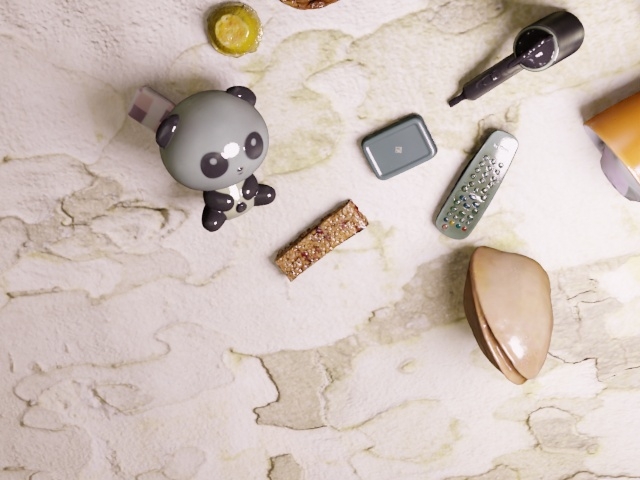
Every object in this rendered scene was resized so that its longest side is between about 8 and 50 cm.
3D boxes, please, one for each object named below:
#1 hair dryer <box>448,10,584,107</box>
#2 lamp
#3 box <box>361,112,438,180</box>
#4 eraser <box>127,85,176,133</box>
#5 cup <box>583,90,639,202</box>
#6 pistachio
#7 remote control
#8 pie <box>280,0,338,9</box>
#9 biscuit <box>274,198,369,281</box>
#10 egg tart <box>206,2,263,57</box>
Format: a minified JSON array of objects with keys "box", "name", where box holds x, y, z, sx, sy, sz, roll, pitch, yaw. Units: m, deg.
[{"box":[0.300,-0.278,1.358,0.248,0.196,0.078,-33,90,40],"name":"hair dryer"},{"box":[-0.182,-0.149,1.467,0.198,0.197,0.243,-6,126,11],"name":"lamp"},{"box":[0.142,-0.167,1.486,0.126,0.031,0.091,-23,106,17],"name":"box"},{"box":[-0.303,-0.236,1.529,0.105,0.026,0.065,33,115,-5],"name":"eraser"},{"box":[0.588,-0.176,1.360,0.264,0.182,0.226,-38,134,13],"name":"cup"},{"box":[0.330,0.125,1.453,0.213,0.260,0.163,40,121,-14],"name":"pistachio"},{"box":[0.284,-0.100,1.485,0.072,0.042,0.222,27,113,-2],"name":"remote control"},{"box":[-0.005,-0.441,1.399,0.191,0.033,0.088,-16,120,27],"name":"pie"},{"box":[0.000,0.000,1.570,0.199,0.034,0.064,-37,102,18],"name":"biscuit"},{"box":[-0.154,-0.371,1.449,0.105,0.039,0.105,2,109,7],"name":"egg tart"}]
